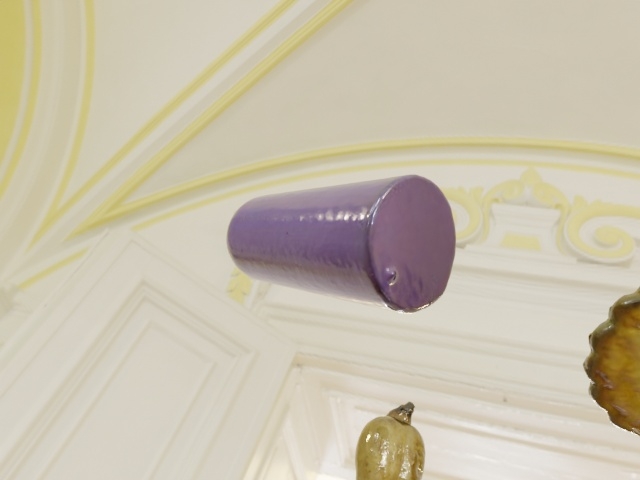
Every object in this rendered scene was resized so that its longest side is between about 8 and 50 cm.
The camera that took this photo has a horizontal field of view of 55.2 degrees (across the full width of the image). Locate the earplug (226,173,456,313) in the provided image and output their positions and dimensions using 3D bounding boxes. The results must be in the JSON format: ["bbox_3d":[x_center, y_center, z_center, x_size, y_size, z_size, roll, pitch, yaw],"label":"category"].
[{"bbox_3d":[0.000,0.000,1.094,0.456,0.215,0.215,2,-46,48],"label":"earplug"}]

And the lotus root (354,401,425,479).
[{"bbox_3d":[0.130,0.398,1.135,0.125,0.221,0.118,31,-44,-17],"label":"lotus root"}]

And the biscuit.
[{"bbox_3d":[0.564,0.165,0.870,0.329,0.078,0.335,24,-67,6],"label":"biscuit"}]
